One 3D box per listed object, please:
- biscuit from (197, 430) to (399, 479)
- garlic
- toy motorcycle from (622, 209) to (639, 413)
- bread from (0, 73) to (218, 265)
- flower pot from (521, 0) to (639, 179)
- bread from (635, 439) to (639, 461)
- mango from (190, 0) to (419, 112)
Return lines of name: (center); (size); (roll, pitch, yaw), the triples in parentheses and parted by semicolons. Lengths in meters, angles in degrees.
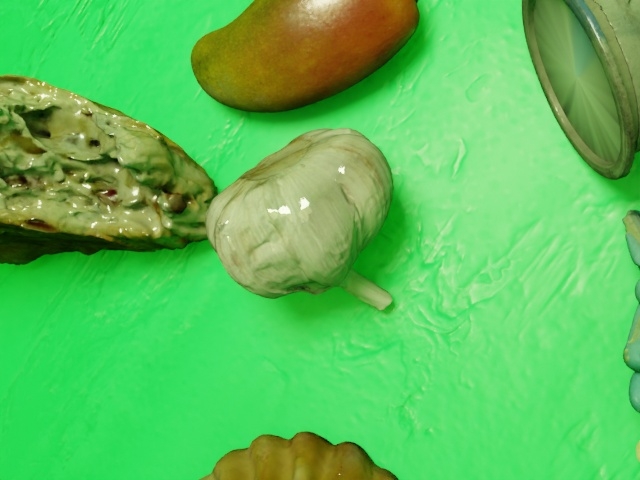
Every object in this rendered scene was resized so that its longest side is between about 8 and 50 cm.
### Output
biscuit: (-0.029, 0.377, 0.750); (0.325, 0.107, 0.326); (-3, 80, 18)
garlic: (0.000, 0.000, 0.751); (0.218, 0.218, 0.212); (-28, 110, 16)
toy motorcycle: (0.347, 0.075, 0.591); (0.198, 0.109, 0.296); (-44, 36, 47)
bread: (-0.338, -0.090, 0.812); (0.370, 0.314, 0.191); (-3, 74, 25)
flower pot: (0.320, -0.192, 0.641); (0.202, 0.212, 0.212); (-25, 76, 3)
bread: (0.424, 0.137, 0.604); (0.178, 0.142, 0.266); (27, 96, 5)
mango: (-0.024, -0.229, 0.797); (0.289, 0.129, 0.146); (-26, 106, 28)
